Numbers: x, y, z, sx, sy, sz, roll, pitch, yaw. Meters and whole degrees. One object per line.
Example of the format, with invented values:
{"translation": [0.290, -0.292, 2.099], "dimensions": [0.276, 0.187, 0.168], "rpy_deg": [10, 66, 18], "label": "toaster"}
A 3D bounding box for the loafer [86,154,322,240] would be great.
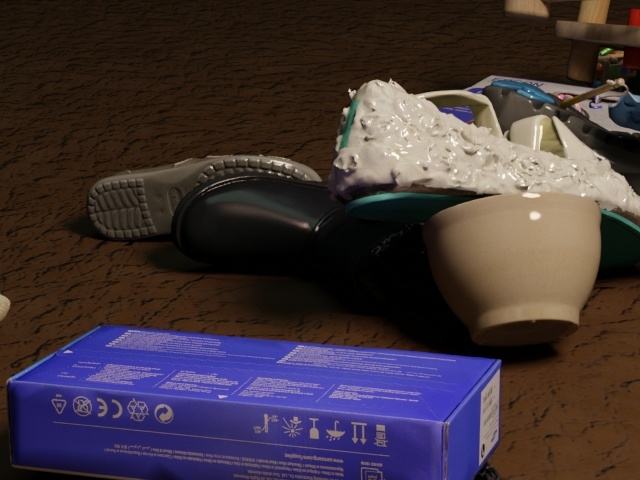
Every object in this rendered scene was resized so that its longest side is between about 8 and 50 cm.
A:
{"translation": [-0.118, -0.053, 1.934], "dimensions": [0.251, 0.094, 0.087], "rpy_deg": [0, 18, 7], "label": "loafer"}

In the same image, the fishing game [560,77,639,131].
{"translation": [0.379, -0.131, 1.823], "dimensions": [0.264, 0.041, 0.189], "rpy_deg": [8, -7, -11], "label": "fishing game"}

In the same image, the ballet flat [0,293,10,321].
{"translation": [-0.357, 0.087, 1.640], "dimensions": [0.168, 0.057, 0.052], "rpy_deg": [-10, 50, -16], "label": "ballet flat"}

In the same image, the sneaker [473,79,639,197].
{"translation": [0.309, -0.046, 1.907], "dimensions": [0.341, 0.139, 0.125], "rpy_deg": [24, 15, 9], "label": "sneaker"}

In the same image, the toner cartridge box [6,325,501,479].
{"translation": [-0.048, 0.133, 1.413], "dimensions": [0.348, 0.075, 0.165], "rpy_deg": [4, 13, 19], "label": "toner cartridge box"}

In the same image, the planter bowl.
{"translation": [0.176, 0.033, 1.639], "dimensions": [0.162, 0.109, 0.162], "rpy_deg": [-5, -18, -2], "label": "planter bowl"}

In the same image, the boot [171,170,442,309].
{"translation": [0.000, 0.000, 1.791], "dimensions": [0.247, 0.094, 0.207], "rpy_deg": [-2, 16, -23], "label": "boot"}

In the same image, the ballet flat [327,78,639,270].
{"translation": [0.176, -0.068, 1.717], "dimensions": [0.409, 0.147, 0.147], "rpy_deg": [13, 8, -42], "label": "ballet flat"}

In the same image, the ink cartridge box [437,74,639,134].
{"translation": [0.264, -0.116, 2.156], "dimensions": [0.304, 0.072, 0.307], "rpy_deg": [12, 21, 31], "label": "ink cartridge box"}

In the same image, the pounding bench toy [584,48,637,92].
{"translation": [0.390, -0.239, 2.457], "dimensions": [0.065, 0.083, 0.052], "rpy_deg": [-7, 22, -20], "label": "pounding bench toy"}

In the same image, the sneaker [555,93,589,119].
{"translation": [0.255, -0.147, 2.099], "dimensions": [0.119, 0.047, 0.057], "rpy_deg": [18, 4, 38], "label": "sneaker"}

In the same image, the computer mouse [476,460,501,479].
{"translation": [0.086, 0.210, 1.325], "dimensions": [0.071, 0.041, 0.242], "rpy_deg": [2, 14, 18], "label": "computer mouse"}

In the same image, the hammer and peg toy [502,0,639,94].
{"translation": [0.410, -0.239, 2.246], "dimensions": [0.361, 0.127, 0.266], "rpy_deg": [8, 5, -26], "label": "hammer and peg toy"}
